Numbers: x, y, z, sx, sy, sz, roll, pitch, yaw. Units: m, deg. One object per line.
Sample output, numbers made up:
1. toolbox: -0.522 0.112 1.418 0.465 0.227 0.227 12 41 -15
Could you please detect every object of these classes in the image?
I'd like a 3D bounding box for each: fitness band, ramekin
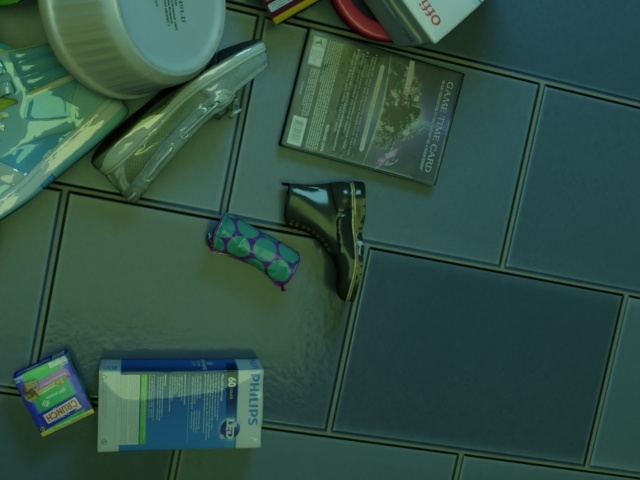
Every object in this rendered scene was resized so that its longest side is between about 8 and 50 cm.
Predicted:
1. fitness band: 0.148 -0.450 1.448 0.290 0.054 0.209 -33 102 -5
2. ramekin: -0.251 -0.336 1.265 0.272 0.127 0.273 -8 99 -52

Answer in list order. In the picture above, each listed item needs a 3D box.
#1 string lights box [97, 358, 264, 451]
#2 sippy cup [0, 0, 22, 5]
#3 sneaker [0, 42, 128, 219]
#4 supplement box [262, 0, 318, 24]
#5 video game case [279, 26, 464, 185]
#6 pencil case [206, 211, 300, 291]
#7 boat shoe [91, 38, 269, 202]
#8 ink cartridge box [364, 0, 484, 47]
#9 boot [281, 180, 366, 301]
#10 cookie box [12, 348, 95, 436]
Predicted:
1. string lights box: -0.225 0.263 1.442 0.259 0.077 0.134 2 97 -12
2. sippy cup: -0.442 -0.501 1.239 0.224 0.240 0.306 29 81 -3
3. sneaker: -0.466 -0.164 1.317 0.319 0.127 0.208 -43 105 -14
4. supplement box: -0.065 -0.441 1.375 0.104 0.081 0.188 -26 102 14
5. video game case: 0.087 -0.217 1.478 0.274 0.026 0.196 14 94 -14
6. pencil case: -0.107 0.018 1.444 0.151 0.064 0.070 28 74 -13
7. boat shoe: -0.202 -0.190 1.378 0.320 0.118 0.103 -39 113 -1
8. ink cartridge box: 0.178 -0.429 1.347 0.232 0.168 0.171 -40 106 -4
9. boot: 0.000 0.000 1.468 0.136 0.077 0.198 2 83 -8
10. cookie box: -0.420 0.241 1.416 0.091 0.040 0.107 -25 102 -9
